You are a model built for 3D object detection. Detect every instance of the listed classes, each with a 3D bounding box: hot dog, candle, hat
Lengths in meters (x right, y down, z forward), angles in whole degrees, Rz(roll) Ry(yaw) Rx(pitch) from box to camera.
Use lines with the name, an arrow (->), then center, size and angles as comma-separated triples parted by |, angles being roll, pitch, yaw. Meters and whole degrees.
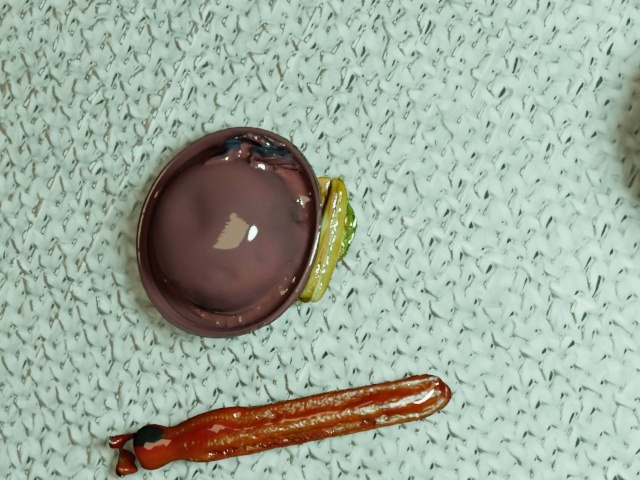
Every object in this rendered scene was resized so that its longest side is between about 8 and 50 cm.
hot dog -> 0.000, 0.000, 1.502 | 0.056, 0.041, 0.133 | 17, 90, 27
candle -> -0.040, 0.170, 1.480 | 0.329, 0.051, 0.048 | -12, 84, 9
hat -> -0.093, -0.011, 1.476 | 0.205, 0.089, 0.205 | -5, 78, 25
